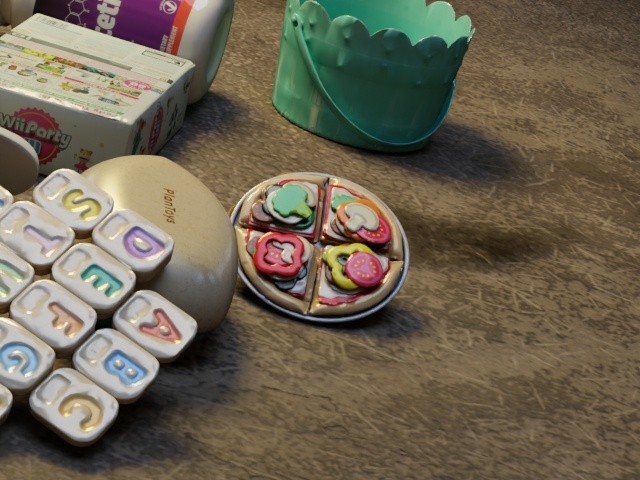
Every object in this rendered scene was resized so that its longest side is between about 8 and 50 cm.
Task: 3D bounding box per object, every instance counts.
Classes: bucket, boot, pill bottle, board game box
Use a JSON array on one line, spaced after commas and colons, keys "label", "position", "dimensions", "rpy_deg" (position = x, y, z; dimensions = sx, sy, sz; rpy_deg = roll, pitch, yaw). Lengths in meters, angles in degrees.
[{"label": "bucket", "position": [0.067, -0.255, 2.281], "dimensions": [0.281, 0.183, 0.281], "rpy_deg": [13, 23, -6]}, {"label": "boot", "position": [-0.432, -0.123, 1.756], "dimensions": [0.258, 0.095, 0.123], "rpy_deg": [11, 30, -9]}, {"label": "pill bottle", "position": [-0.291, -0.310, 2.175], "dimensions": [0.323, 0.181, 0.181], "rpy_deg": [17, 23, 4]}, {"label": "board game box", "position": [-0.301, -0.173, 1.964], "dimensions": [0.224, 0.097, 0.303], "rpy_deg": [17, 21, 4]}]

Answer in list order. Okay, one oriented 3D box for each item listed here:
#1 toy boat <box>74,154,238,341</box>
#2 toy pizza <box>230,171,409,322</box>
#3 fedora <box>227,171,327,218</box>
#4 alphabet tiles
[{"label": "toy boat", "position": [-0.238, -0.003, 1.585], "dimensions": [0.318, 0.148, 0.267], "rpy_deg": [19, 27, -11]}, {"label": "toy pizza", "position": [0.000, 0.000, 1.729], "dimensions": [0.201, 0.032, 0.201], "rpy_deg": [6, 53, -8]}, {"label": "fedora", "position": [-0.011, -0.027, 1.838], "dimensions": [0.194, 0.079, 0.194], "rpy_deg": [14, 23, -6]}, {"label": "alphabet tiles", "position": [-0.261, 0.049, 1.400], "dimensions": [0.278, 0.021, 0.284], "rpy_deg": [35, 51, 11]}]
